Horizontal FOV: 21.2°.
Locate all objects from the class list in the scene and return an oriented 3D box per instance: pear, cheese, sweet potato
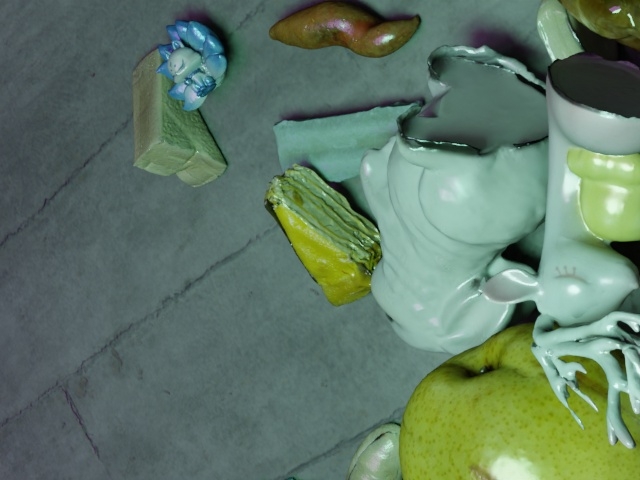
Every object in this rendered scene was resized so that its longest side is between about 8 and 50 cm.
[{"bbox_3d":[0.240,0.235,1.744,0.314,0.314,0.314,16,116,37],"label":"pear"},{"bbox_3d":[0.248,-0.228,1.703,0.047,0.092,0.171,-18,93,37],"label":"cheese"},{"bbox_3d":[0.020,-0.240,1.933,0.202,0.055,0.058,10,149,37],"label":"sweet potato"}]

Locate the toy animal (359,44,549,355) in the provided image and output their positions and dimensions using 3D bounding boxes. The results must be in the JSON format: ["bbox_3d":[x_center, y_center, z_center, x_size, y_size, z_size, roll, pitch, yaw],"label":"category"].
[{"bbox_3d":[0.157,-0.015,1.822,0.258,0.194,0.357,22,134,19],"label":"toy animal"}]

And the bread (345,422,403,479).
[{"bbox_3d":[0.057,0.314,2.107,0.073,0.053,0.214,37,127,32],"label":"bread"}]

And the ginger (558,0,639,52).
[{"bbox_3d":[0.311,-0.249,1.595,0.321,0.172,0.165,41,168,20],"label":"ginger"}]

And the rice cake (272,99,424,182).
[{"bbox_3d":[0.034,-0.111,1.977,0.226,0.040,0.085,-6,101,43],"label":"rice cake"}]

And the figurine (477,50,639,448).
[{"bbox_3d":[0.275,0.020,1.551,0.284,0.206,0.315,31,126,46],"label":"figurine"}]

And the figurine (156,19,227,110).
[{"bbox_3d":[-0.160,-0.224,2.084,0.114,0.079,0.114,24,127,37],"label":"figurine"}]

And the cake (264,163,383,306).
[{"bbox_3d":[0.002,-0.003,2.017,0.185,0.079,0.116,33,148,-9],"label":"cake"}]

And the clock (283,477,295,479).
[{"bbox_3d":[-0.036,0.361,2.213,0.147,0.045,0.108,13,112,39],"label":"clock"}]

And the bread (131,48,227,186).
[{"bbox_3d":[-0.181,-0.154,2.169,0.077,0.105,0.152,-31,52,44],"label":"bread"}]

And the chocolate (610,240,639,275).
[{"bbox_3d":[0.398,-0.058,1.619,0.321,0.112,0.112,-31,82,44],"label":"chocolate"}]
